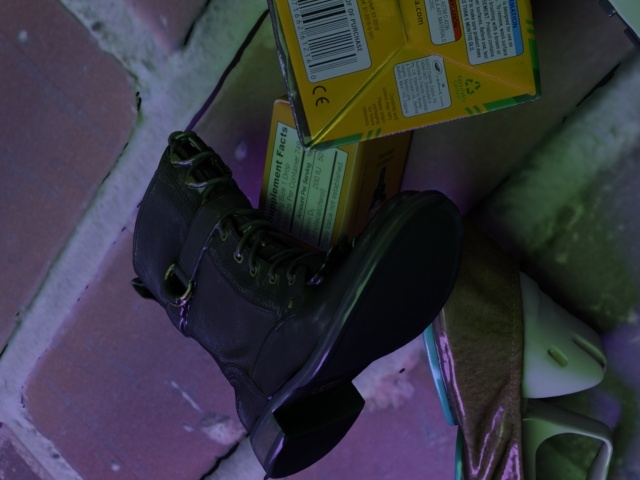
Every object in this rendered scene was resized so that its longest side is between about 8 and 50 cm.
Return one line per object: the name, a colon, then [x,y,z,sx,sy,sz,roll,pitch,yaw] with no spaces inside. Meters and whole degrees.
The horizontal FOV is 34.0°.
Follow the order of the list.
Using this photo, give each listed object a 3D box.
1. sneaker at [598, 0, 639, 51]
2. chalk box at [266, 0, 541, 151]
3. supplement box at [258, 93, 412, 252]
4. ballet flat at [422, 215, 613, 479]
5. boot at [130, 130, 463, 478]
sneaker: [0.219,-0.147,0.542,0.283,0.107,0.124,48,123,3]
chalk box: [0.035,-0.152,0.614,0.132,0.213,0.132,-13,111,2]
supplement box: [0.000,0.000,0.771,0.080,0.078,0.233,28,125,22]
ballet flat: [0.140,0.124,0.735,0.124,0.116,0.342,-4,113,13]
boot: [-0.042,0.007,0.692,0.229,0.091,0.263,52,130,28]
